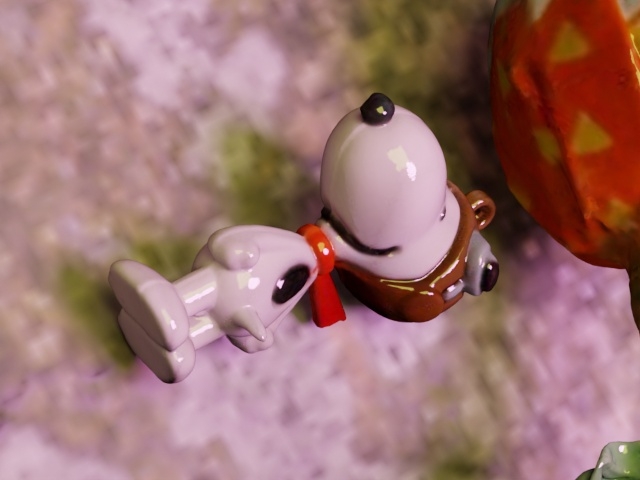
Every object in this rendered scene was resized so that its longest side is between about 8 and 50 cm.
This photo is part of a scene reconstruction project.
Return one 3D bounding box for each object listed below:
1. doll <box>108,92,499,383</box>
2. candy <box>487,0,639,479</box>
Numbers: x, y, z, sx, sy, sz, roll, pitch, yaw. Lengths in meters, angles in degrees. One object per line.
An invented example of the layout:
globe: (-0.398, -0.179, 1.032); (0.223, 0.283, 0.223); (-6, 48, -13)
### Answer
doll: (-0.001, 0.006, 0.418); (0.085, 0.040, 0.058); (-41, 135, -8)
candy: (0.082, 0.053, 0.405); (0.084, 0.078, 0.287); (34, 48, -55)
